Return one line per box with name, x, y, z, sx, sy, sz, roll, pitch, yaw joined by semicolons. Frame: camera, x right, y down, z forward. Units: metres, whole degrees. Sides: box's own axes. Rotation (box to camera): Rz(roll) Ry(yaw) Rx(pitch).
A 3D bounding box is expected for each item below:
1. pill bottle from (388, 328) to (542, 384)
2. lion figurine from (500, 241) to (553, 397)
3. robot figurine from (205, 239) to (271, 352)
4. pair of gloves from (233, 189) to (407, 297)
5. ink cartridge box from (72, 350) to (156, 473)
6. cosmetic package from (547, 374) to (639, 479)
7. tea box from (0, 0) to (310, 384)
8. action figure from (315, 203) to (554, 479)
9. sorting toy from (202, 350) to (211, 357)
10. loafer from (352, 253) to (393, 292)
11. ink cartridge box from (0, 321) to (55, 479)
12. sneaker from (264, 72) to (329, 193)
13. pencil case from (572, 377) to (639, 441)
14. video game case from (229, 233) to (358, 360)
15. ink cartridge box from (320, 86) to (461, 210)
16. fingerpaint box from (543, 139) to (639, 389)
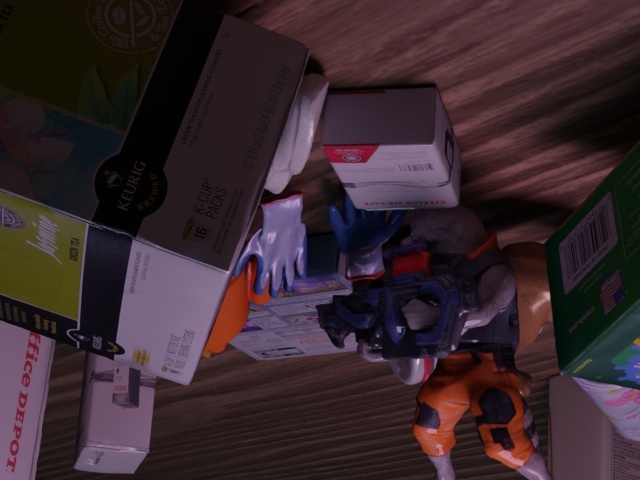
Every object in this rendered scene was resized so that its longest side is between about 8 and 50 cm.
pill bottle;0.171;0.100;1.743;0.180;0.108;0.108;-15;163;-16
lion figurine;0.302;0.067;1.565;0.392;0.142;0.240;1;141;-5
robot figurine;-0.146;0.041;1.653;0.158;0.128;0.219;31;146;23
pair of gloves;0.000;0.000;1.578;0.198;0.023;0.159;-11;137;-14
ink cartridge box;-0.278;0.198;1.983;0.092;0.218;0.158;10;158;-12
cosmetic package;0.420;0.355;2.114;0.160;0.309;0.113;23;151;-36
tea box;-0.213;-0.062;1.245;0.323;0.220;0.329;19;157;-4
action figure;0.134;0.115;1.531;0.178;0.330;0.341;-10;-174;-23
sorting toy;-0.267;0.080;1.804;0.347;0.047;0.196;36;154;-34
loafer;0.109;0.040;1.658;0.170;0.061;0.062;-32;145;29
ink cartridge box;-0.525;0.147;1.816;0.166;0.285;0.395;-6;155;28
sneaker;-0.056;-0.105;1.387;0.094;0.080;0.212;21;157;-8
pencil case;0.414;0.182;1.940;0.124;0.113;0.273;-36;148;7
video game case;-0.031;0.077;1.838;0.269;0.061;0.244;-8;154;30
ink cartridge box;0.072;-0.087;1.410;0.109;0.063;0.150;-1;159;15
fingerpaint box;0.466;-0.014;1.246;0.371;0.163;0.445;13;143;-19
